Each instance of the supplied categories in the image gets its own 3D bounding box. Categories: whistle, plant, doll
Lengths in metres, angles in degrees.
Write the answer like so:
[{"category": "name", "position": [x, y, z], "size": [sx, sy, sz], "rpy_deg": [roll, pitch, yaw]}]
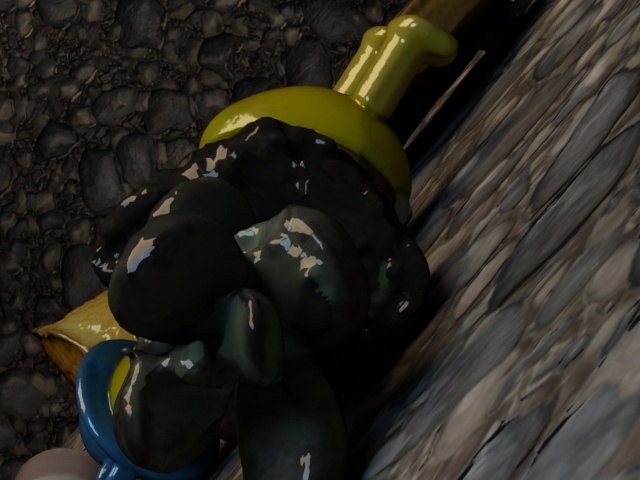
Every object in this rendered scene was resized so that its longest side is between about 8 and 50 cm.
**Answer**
[{"category": "whistle", "position": [0.165, -0.196, 1.355], "size": [0.033, 0.029, 0.083], "rpy_deg": [-14, -24, -35]}, {"category": "plant", "position": [-0.035, 0.028, 0.690], "size": [0.149, 0.146, 0.274], "rpy_deg": [-46, 5, 12]}, {"category": "doll", "position": [-0.039, 0.009, 0.962], "size": [0.363, 0.145, 0.199], "rpy_deg": [-57, 11, -10]}]

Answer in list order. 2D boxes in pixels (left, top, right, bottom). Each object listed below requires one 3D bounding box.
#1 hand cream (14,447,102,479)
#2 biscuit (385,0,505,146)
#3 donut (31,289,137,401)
[{"category": "hand cream", "position": [-0.185, 0.232, 0.978], "size": [0.133, 0.083, 0.248], "rpy_deg": [-47, 14, 14]}, {"category": "biscuit", "position": [0.074, -0.145, 1.357], "size": [0.344, 0.057, 0.287], "rpy_deg": [-47, -8, -40]}, {"category": "donut", "position": [-0.140, 0.099, 1.189], "size": [0.112, 0.151, 0.295], "rpy_deg": [-40, 0, -21]}]
